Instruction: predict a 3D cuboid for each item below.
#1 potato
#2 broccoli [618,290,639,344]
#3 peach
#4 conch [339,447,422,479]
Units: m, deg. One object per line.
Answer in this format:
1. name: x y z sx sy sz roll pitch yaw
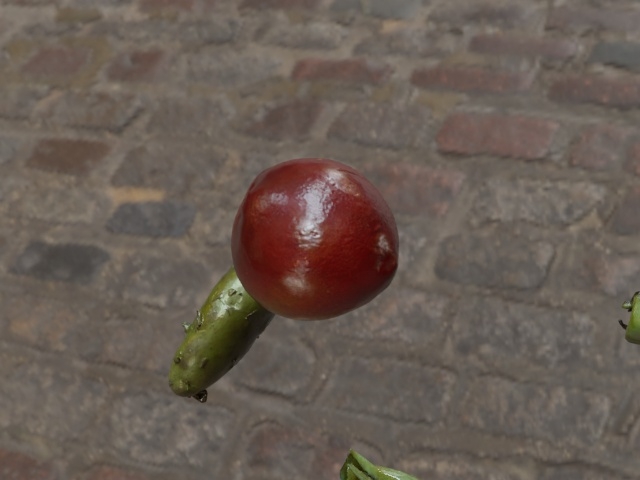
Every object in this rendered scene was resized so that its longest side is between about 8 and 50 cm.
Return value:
1. potato: -0.133 0.122 1.696 0.090 0.117 0.225 34 88 28
2. broccoli: 0.414 0.107 1.099 0.273 0.242 0.180 -14 48 16
3. peach: 0.000 0.000 1.332 0.197 0.197 0.197 -10 43 9
4. conch: 0.111 0.367 1.686 0.201 0.079 0.094 25 96 -1
